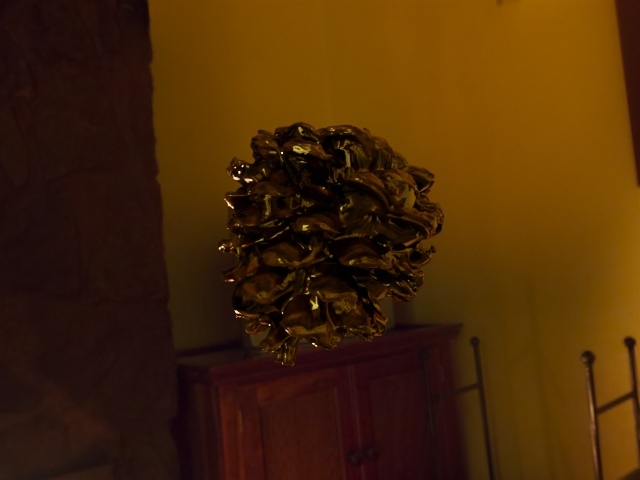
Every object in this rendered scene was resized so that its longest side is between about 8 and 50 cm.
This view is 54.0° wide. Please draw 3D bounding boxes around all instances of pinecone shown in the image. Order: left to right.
[{"bbox_3d":[0.013,-0.002,0.670,0.244,0.257,0.243,-6,-10,-1],"label":"pinecone"}]
